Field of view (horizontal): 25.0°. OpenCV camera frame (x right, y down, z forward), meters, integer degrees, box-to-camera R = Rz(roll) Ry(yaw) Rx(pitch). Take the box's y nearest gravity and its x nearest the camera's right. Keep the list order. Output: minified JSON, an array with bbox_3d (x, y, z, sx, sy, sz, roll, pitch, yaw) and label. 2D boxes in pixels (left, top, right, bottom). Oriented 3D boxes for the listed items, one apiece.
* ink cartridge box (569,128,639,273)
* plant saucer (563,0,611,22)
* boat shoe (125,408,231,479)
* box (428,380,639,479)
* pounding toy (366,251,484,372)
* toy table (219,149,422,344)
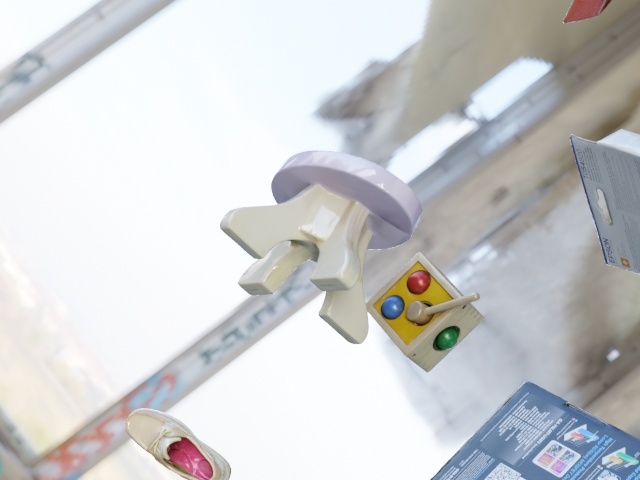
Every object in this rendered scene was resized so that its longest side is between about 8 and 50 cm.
[{"bbox_3d":[0.436,-0.034,1.858,0.224,0.045,0.223,26,-34,51],"label":"ink cartridge box"},{"bbox_3d":[0.500,-0.487,2.302,0.048,0.258,0.259,33,-43,10],"label":"plant saucer"},{"bbox_3d":[-0.200,0.281,1.974,0.170,0.063,0.059,28,-3,16],"label":"boat shoe"},{"bbox_3d":[0.214,0.299,1.329,0.293,0.295,0.073,27,-31,41],"label":"box"},{"bbox_3d":[0.149,0.095,1.958,0.141,0.130,0.100,49,6,39],"label":"pounding toy"},{"bbox_3d":[0.000,0.000,1.882,0.252,0.161,0.274,38,-22,-12],"label":"toy table"}]
